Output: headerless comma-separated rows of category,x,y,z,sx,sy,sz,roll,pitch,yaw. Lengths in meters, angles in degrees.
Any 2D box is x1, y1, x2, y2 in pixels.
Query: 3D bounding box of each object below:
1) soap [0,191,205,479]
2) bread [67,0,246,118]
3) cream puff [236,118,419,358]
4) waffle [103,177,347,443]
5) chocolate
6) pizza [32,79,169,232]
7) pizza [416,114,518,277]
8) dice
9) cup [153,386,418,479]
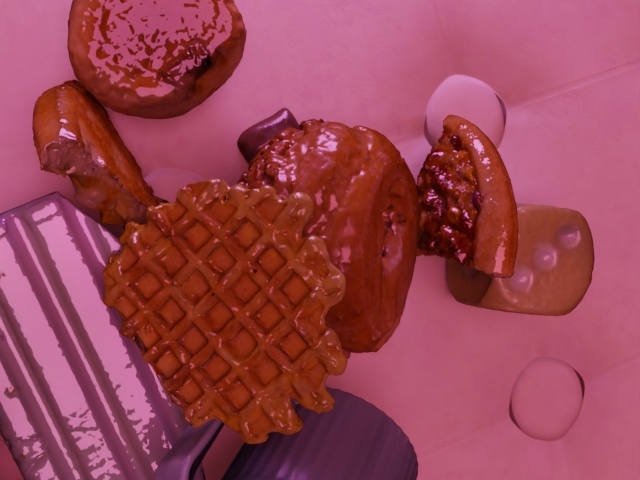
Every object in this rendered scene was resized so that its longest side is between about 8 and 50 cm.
soap,-0.313,0.159,1.009,0.261,0.156,0.446,-26,99,-16
bread,-0.224,-0.283,1.030,0.244,0.134,0.244,-2,96,-17
cream puff,0.000,0.000,1.045,0.231,0.343,0.327,4,67,21
waffle,-0.114,0.083,0.877,0.307,0.060,0.312,-10,85,18
chocolate,-0.075,-0.156,1.130,0.101,0.031,0.064,-28,95,-12
pizza,-0.274,-0.068,0.978,0.075,0.280,0.287,-31,111,3
pizza,0.189,-0.047,1.124,0.081,0.229,0.289,7,58,-29
dice,0.310,0.027,1.176,0.169,0.169,0.166,5,92,-16
cup,-0.055,0.363,0.991,0.331,0.257,0.311,32,42,2
